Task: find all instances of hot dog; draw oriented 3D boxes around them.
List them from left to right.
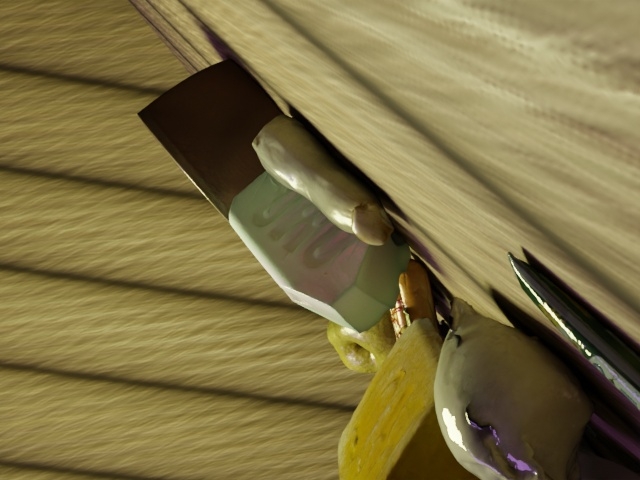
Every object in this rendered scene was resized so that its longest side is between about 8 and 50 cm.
[{"bbox_3d":[0.159,0.152,1.341,0.104,0.076,0.250,-167,65,-68],"label":"hot dog"}]

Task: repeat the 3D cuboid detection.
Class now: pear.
[{"bbox_3d":[0.124,0.150,1.557,0.188,0.211,0.228,35,147,-1],"label":"pear"}]

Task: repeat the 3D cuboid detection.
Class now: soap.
[{"bbox_3d":[0.000,0.000,1.328,0.347,0.208,0.115,47,177,45],"label":"soap"},{"bbox_3d":[0.152,0.294,1.150,0.156,0.293,0.335,27,-170,-6],"label":"soap"}]

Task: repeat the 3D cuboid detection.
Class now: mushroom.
[{"bbox_3d":[-0.002,-0.101,1.238,0.351,0.097,0.109,42,176,39],"label":"mushroom"}]

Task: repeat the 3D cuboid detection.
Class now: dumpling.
[{"bbox_3d":[0.244,0.189,0.911,0.227,0.243,0.175,29,151,-34],"label":"dumpling"}]

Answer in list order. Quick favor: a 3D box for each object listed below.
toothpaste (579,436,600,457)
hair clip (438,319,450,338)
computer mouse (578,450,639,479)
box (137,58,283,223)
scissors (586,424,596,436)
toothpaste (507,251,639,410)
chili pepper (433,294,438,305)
[{"bbox_3d":[0.423,0.369,1.231,0.299,0.073,0.114,45,166,-25],"label":"toothpaste"},{"bbox_3d":[0.266,0.231,1.579,0.137,0.090,0.278,59,173,-28],"label":"hair clip"},{"bbox_3d":[0.340,0.364,1.057,0.184,0.121,0.297,50,161,-21],"label":"computer mouse"},{"bbox_3d":[-0.181,-0.196,1.527,0.301,0.216,0.301,51,179,1],"label":"box"},{"bbox_3d":[0.358,0.245,1.065,0.036,0.006,0.083,50,179,41],"label":"scissors"},{"bbox_3d":[0.222,0.080,0.641,0.204,0.031,0.049,50,177,41],"label":"toothpaste"},{"bbox_3d":[0.130,0.043,1.439,0.224,0.061,0.098,50,-177,15],"label":"chili pepper"}]
